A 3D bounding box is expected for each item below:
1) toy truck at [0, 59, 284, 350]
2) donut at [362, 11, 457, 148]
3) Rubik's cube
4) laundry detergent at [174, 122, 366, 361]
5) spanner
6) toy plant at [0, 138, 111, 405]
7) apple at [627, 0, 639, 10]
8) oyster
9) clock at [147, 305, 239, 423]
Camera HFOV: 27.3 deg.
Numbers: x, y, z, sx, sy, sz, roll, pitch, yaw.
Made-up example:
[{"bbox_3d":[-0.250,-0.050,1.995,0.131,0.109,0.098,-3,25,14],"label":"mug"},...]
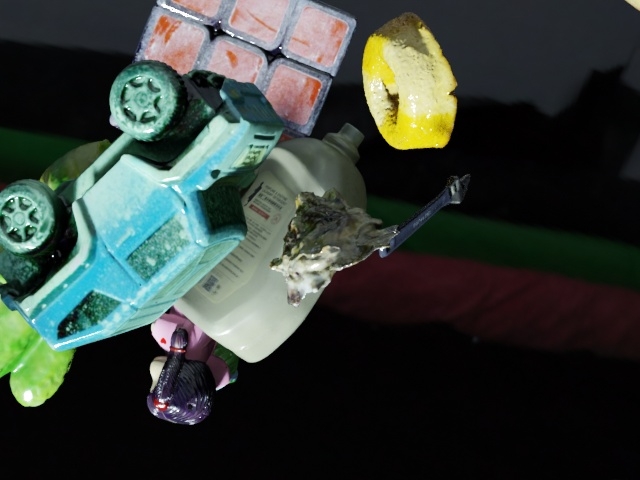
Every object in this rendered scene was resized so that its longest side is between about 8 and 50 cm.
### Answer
[{"bbox_3d":[-0.156,-0.033,1.160,0.156,0.279,0.155,50,-166,8],"label":"toy truck"},{"bbox_3d":[0.103,-0.193,1.643,0.065,0.178,0.162,-22,-135,-19],"label":"donut"},{"bbox_3d":[-0.138,-0.279,2.129,0.303,0.305,0.301,24,-172,-6],"label":"Rubik's cube"},{"bbox_3d":[-0.042,-0.013,1.338,0.091,0.253,0.181,38,177,-37],"label":"laundry detergent"},{"bbox_3d":[0.128,-0.032,1.589,0.012,0.046,0.208,22,-142,27],"label":"spanner"},{"bbox_3d":[-0.314,0.048,1.469,0.224,0.316,0.184,54,-171,-8],"label":"toy plant"},{"bbox_3d":[0.463,-0.398,1.476,0.319,0.319,0.277,24,-133,12],"label":"apple"},{"bbox_3d":[-0.001,0.003,1.108,0.053,0.108,0.165,45,177,-18],"label":"oyster"},{"bbox_3d":[-0.178,0.172,1.908,0.100,0.196,0.194,8,166,19],"label":"clock"}]
